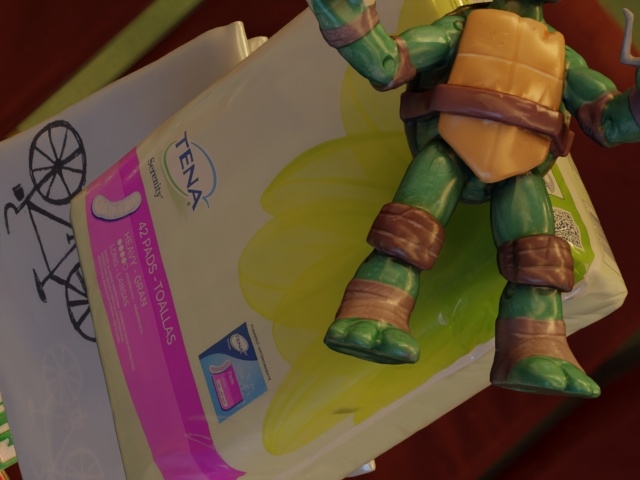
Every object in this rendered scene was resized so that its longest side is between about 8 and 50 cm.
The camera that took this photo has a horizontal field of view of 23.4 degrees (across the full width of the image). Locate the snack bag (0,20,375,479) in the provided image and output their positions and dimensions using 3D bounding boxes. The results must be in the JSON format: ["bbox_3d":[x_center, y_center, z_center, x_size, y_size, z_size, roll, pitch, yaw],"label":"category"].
[{"bbox_3d":[-0.134,0.047,1.142,0.037,0.342,0.323,-8,80,-54],"label":"snack bag"}]

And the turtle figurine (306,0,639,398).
[{"bbox_3d":[0.078,-0.057,0.661,0.118,0.175,0.234,45,54,-78],"label":"turtle figurine"}]

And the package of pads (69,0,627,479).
[{"bbox_3d":[0.000,0.000,0.854,0.101,0.296,0.229,24,40,-46],"label":"package of pads"}]

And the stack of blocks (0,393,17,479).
[{"bbox_3d":[-0.347,0.214,1.445,0.297,0.171,0.087,63,-11,4],"label":"stack of blocks"}]
